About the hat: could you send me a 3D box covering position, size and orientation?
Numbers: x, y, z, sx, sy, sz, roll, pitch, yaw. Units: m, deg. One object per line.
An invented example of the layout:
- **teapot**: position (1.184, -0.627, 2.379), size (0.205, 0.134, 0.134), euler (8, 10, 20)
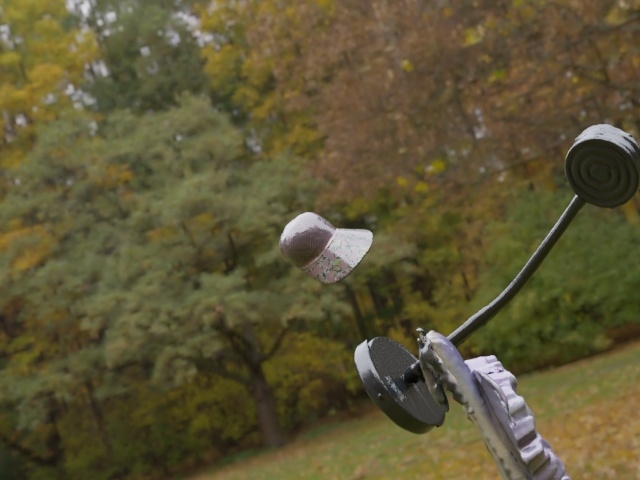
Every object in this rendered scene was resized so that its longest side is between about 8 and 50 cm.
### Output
- **hat**: position (0.001, -0.001, 0.998), size (0.087, 0.042, 0.058), euler (10, 58, 49)

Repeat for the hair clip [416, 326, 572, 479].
- **hair clip**: position (0.147, 0.177, 0.824), size (0.084, 0.292, 0.106), euler (-29, 9, 1)

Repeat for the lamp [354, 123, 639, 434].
- **lamp**: position (0.155, 0.055, 1.075), size (0.108, 0.130, 0.371), euler (-35, -7, -47)
